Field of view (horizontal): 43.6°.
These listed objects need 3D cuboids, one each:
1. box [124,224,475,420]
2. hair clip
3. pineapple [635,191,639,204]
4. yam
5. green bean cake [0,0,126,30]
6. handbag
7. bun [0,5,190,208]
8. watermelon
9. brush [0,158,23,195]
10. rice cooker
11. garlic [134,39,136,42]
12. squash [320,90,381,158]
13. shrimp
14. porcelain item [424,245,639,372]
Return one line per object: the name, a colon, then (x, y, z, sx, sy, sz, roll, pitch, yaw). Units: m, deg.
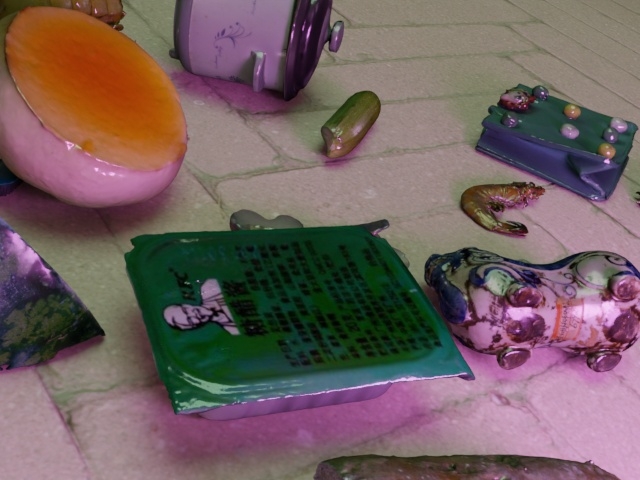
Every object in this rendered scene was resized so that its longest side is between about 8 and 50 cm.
box: (-0.038, 0.102, 0.892, 0.337, 0.106, 0.264, -3, 39, -24)
hair clip: (-0.002, 0.006, 1.076, 0.257, 0.075, 0.146, 2, 34, -9)
pineapple: (0.685, -0.069, 1.449, 0.225, 0.076, 0.224, 12, 36, -9)
yam: (0.154, 0.260, 0.742, 0.331, 0.133, 0.133, 4, 36, -24)
green bean cake: (-0.483, -0.356, 1.269, 0.285, 0.202, 0.310, -12, 6, 25)
handbag: (0.458, -0.207, 1.526, 0.274, 0.100, 0.269, 28, 37, 16)
bun: (-0.326, -0.157, 1.069, 0.299, 0.165, 0.298, 29, 40, -29)
watermelon: (-0.438, 0.024, 0.813, 0.222, 0.319, 0.292, -45, 54, -14)
brush: (-0.412, -0.103, 1.096, 0.043, 0.032, 0.193, 11, 23, -4)
rice cooker: (-0.105, -0.394, 1.419, 0.317, 0.264, 0.316, 3, 60, -4)
garlic: (-0.345, -0.267, 1.261, 0.091, 0.128, 0.198, 17, 9, 14)
squash: (0.052, -0.202, 1.383, 0.069, 0.069, 0.239, 22, 33, 8)
shrimp: (0.320, -0.054, 1.316, 0.178, 0.034, 0.124, -5, 43, -25)
porcelain item: (0.284, 0.076, 1.054, 0.288, 0.137, 0.186, -1, 21, -16)
